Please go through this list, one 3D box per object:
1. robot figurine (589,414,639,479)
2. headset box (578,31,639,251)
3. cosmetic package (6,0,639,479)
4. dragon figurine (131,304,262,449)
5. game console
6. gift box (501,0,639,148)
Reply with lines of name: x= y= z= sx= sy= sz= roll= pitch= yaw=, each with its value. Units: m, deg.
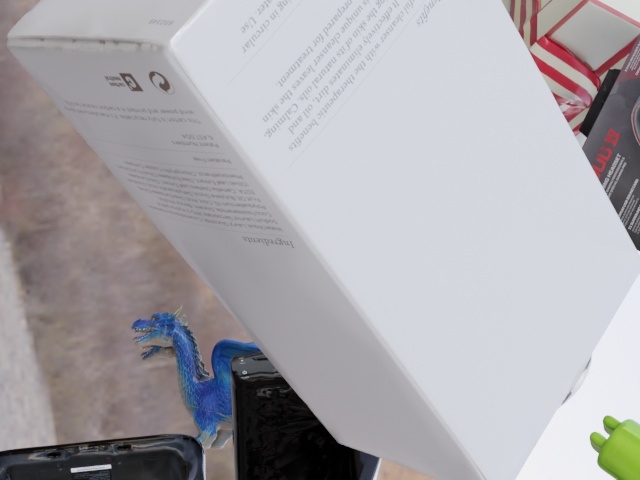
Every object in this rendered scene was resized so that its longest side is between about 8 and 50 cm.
robot figurine: x=0.353 y=0.242 z=1.467 sx=0.115 sy=0.101 sz=0.067 roll=35 pitch=-15 yaw=27
headset box: x=0.390 y=-0.076 z=1.311 sx=0.293 sy=0.110 sz=0.218 roll=35 pitch=-72 yaw=33
cosmetic package: x=0.024 y=-0.041 z=0.768 sx=0.155 sy=0.197 sz=0.366 roll=11 pitch=-35 yaw=46
dragon figurine: x=-0.067 y=0.144 z=1.346 sx=0.085 sy=0.289 sz=0.144 roll=28 pitch=66 yaw=-70
game console: x=-0.122 y=0.197 z=1.181 sx=0.044 sy=0.361 sz=0.213 roll=-108 pitch=-164 yaw=-55
gift box: x=0.328 y=-0.230 z=1.574 sx=0.276 sy=0.255 sz=0.258 roll=130 pitch=-26 yaw=-50
